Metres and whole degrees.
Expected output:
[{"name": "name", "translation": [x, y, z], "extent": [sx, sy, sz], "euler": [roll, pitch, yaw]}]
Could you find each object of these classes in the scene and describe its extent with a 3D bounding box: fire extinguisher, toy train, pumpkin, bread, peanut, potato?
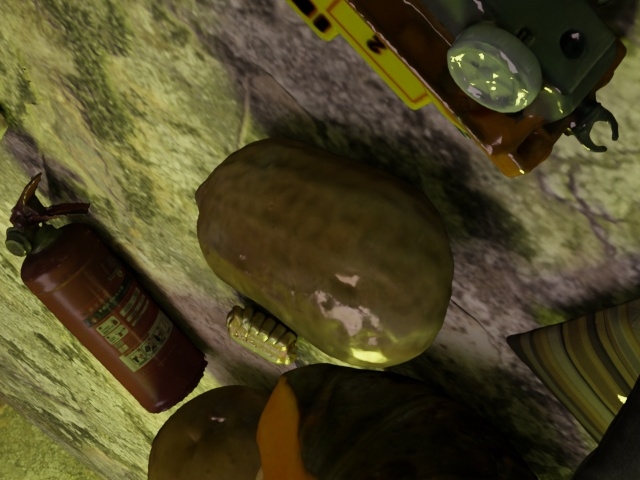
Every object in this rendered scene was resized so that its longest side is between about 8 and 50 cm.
[{"name": "fire extinguisher", "translation": [-0.261, 0.061, 1.055], "extent": [0.147, 0.106, 0.337], "euler": [-19, 121, 31]}, {"name": "toy train", "translation": [0.050, -0.118, 0.402], "extent": [0.219, 0.089, 0.127], "euler": [44, 163, -10]}, {"name": "pumpkin", "translation": [0.057, 0.266, 0.775], "extent": [0.225, 0.256, 0.303], "euler": [39, 117, 45]}, {"name": "bread", "translation": [-0.060, 0.098, 0.922], "extent": [0.088, 0.034, 0.049], "euler": [26, 136, 16]}, {"name": "peanut", "translation": [0.000, 0.000, 0.603], "extent": [0.224, 0.129, 0.129], "euler": [33, 154, 33]}, {"name": "potato", "translation": [-0.095, 0.287, 1.074], "extent": [0.285, 0.242, 0.243], "euler": [22, 148, 39]}]

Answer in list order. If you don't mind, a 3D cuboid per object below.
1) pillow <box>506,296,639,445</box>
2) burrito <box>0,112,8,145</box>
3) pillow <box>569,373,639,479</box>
[{"name": "pillow", "translation": [0.245, 0.112, 0.537], "extent": [0.208, 0.052, 0.212], "euler": [47, 151, -4]}, {"name": "burrito", "translation": [-0.400, -0.176, 0.905], "extent": [0.064, 0.064, 0.203], "euler": [9, 139, 45]}, {"name": "pillow", "translation": [0.261, 0.100, 0.394], "extent": [0.249, 0.106, 0.186], "euler": [21, 115, 16]}]
